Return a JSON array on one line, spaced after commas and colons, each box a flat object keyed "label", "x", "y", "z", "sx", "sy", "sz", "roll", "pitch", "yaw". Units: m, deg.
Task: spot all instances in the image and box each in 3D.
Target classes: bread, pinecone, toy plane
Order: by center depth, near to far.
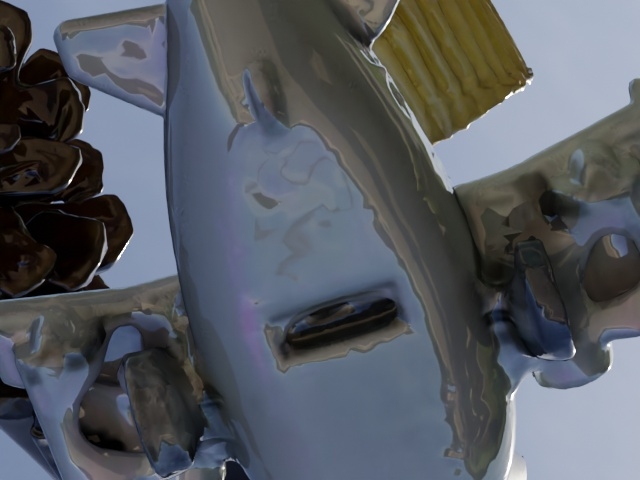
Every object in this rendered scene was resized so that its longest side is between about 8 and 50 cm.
[{"label": "toy plane", "x": 0.000, "y": 0.002, "z": 0.729, "sx": 0.267, "sy": 0.267, "sz": 0.122, "roll": 28, "pitch": -164, "yaw": -13}, {"label": "bread", "x": 0.027, "y": -0.117, "z": 1.266, "sx": 0.133, "sy": 0.179, "sz": 0.250, "roll": 63, "pitch": -177, "yaw": -7}, {"label": "pinecone", "x": -0.344, "y": -0.037, "z": 1.590, "sx": 0.398, "sy": 0.397, "sz": 0.397, "roll": 25, "pitch": -147, "yaw": -17}]

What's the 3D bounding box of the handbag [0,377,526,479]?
[{"label": "handbag", "x": -0.035, "y": 0.121, "z": 1.193, "sx": 0.257, "sy": 0.285, "sz": 0.113, "roll": 54, "pitch": -139, "yaw": -60}]
